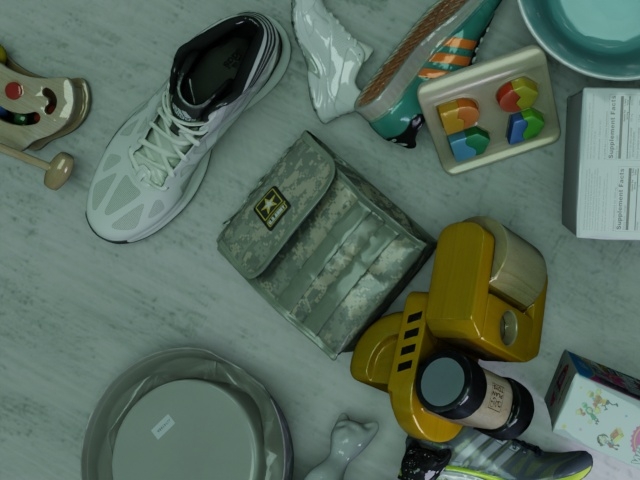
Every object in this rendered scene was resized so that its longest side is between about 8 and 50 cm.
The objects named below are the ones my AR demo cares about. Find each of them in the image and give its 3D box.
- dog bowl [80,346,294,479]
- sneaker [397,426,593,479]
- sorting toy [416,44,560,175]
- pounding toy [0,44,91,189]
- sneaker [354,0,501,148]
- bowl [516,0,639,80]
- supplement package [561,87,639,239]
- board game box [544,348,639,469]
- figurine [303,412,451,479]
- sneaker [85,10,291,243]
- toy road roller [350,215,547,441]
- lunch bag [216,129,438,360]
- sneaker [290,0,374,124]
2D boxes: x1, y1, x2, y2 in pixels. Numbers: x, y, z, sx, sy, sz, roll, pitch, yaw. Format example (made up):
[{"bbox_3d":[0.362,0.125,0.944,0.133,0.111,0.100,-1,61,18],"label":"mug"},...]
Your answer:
[{"bbox_3d":[-0.200,0.345,1.843,0.349,0.102,0.348,-5,76,18],"label":"dog bowl"},{"bbox_3d":[0.271,0.326,1.825,0.300,0.111,0.121,1,89,5],"label":"sneaker"},{"bbox_3d":[0.258,-0.186,1.767,0.193,0.208,0.038,-18,52,8],"label":"sorting toy"},{"bbox_3d":[-0.472,-0.222,1.869,0.269,0.155,0.154,43,102,4],"label":"pounding toy"},{"bbox_3d":[0.189,-0.274,1.815,0.121,0.108,0.302,43,88,-24],"label":"sneaker"},{"bbox_3d":[0.441,-0.384,1.737,0.312,0.163,0.311,0,93,8],"label":"bowl"},{"bbox_3d":[0.429,-0.110,1.678,0.145,0.262,0.204,2,95,8],"label":"supplement package"},{"bbox_3d":[0.491,0.276,1.732,0.303,0.224,0.097,22,96,5],"label":"board game box"},{"bbox_3d":[0.067,0.373,1.789,0.215,0.092,0.209,18,64,31],"label":"figurine"},{"bbox_3d":[-0.234,-0.179,1.788,0.169,0.257,0.447,40,97,4],"label":"sneaker"},{"bbox_3d":[0.186,0.137,1.773,0.241,0.202,0.329,1,72,39],"label":"toy road roller"},{"bbox_3d":[0.000,0.000,1.816,0.287,0.169,0.235,41,100,12],"label":"lunch bag"},{"bbox_3d":[0.022,-0.306,1.844,0.115,0.090,0.232,-14,100,1],"label":"sneaker"}]
